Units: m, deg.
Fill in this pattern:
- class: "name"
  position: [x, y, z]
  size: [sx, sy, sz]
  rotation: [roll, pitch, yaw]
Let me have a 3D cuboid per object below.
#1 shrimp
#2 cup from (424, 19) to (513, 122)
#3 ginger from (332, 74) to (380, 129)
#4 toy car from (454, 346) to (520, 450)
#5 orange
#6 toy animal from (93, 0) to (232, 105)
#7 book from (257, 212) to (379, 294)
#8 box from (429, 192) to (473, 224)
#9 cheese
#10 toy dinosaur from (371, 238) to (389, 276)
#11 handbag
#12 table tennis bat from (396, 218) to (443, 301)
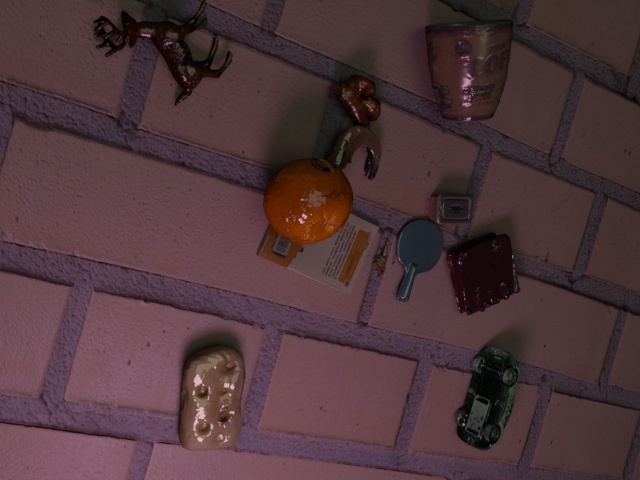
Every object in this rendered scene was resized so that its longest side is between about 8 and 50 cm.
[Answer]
- class: "shrimp"
  position: [0.075, -0.194, 1.675]
  size: [0.152, 0.046, 0.219]
  rotation: [35, 91, -32]
- class: "cup"
  position: [0.415, -0.469, 1.735]
  size: [0.301, 0.227, 0.257]
  rotation: [-31, 126, -48]
- class: "ginger"
  position: [0.105, -0.366, 1.658]
  size: [0.103, 0.073, 0.162]
  rotation: [-34, 123, 1]
- class: "toy car"
  position: [0.521, 0.480, 1.925]
  size: [0.125, 0.136, 0.305]
  rotation: [21, 87, -38]
- class: "orange"
  position: [-0.031, -0.097, 1.536]
  size: [0.219, 0.193, 0.219]
  rotation: [-26, 134, -30]
- class: "toy animal"
  position: [-0.349, -0.439, 1.435]
  size: [0.260, 0.087, 0.243]
  rotation: [-37, 108, -19]
- class: "book"
  position: [0.000, 0.000, 1.685]
  size: [0.295, 0.020, 0.208]
  rotation: [25, 86, -25]
- class: "box"
  position: [0.371, -0.092, 1.817]
  size: [0.122, 0.062, 0.089]
  rotation: [0, 97, -23]
- class: "cheese"
  position: [-0.266, 0.392, 1.579]
  size: [0.159, 0.093, 0.263]
  rotation: [1, 96, -26]
- class: "toy dinosaur"
  position: [0.168, 0.049, 1.763]
  size: [0.041, 0.026, 0.113]
  rotation: [-1, 107, -31]
- class: "handbag"
  position: [0.484, 0.098, 1.889]
  size: [0.203, 0.074, 0.216]
  rotation: [-22, 107, -20]
- class: "table tennis bat"
  position: [0.270, 0.057, 1.806]
  size: [0.153, 0.040, 0.244]
  rotation: [22, 84, -24]
